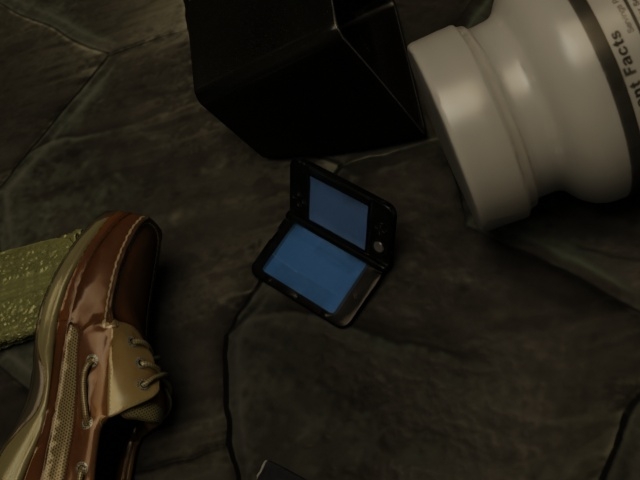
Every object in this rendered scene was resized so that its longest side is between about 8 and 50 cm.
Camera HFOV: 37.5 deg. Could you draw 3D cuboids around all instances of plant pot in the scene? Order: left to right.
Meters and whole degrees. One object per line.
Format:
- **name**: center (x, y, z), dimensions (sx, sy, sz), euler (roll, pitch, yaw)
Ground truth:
- **plant pot**: center (-0.024, -0.186, 0.914), dimensions (0.167, 0.188, 0.187), euler (-22, 58, 20)

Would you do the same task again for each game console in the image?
- **game console**: center (0.000, 0.000, 0.865), dimensions (0.122, 0.107, 0.071), euler (30, 47, 28)

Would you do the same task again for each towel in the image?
- **towel**: center (-0.300, 0.054, 0.961), dimensions (0.148, 0.027, 0.110), euler (-17, 60, 8)

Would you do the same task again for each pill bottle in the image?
- **pill bottle**: center (0.269, -0.156, 0.774), dimensions (0.363, 0.210, 0.210), euler (-23, 58, 7)

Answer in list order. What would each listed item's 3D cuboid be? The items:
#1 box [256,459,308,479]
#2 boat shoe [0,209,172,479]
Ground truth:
- **box**: center (-0.001, 0.270, 0.689), dimensions (0.158, 0.093, 0.156), euler (16, 69, 41)
- **boat shoe**: center (-0.188, 0.136, 0.837), dimensions (0.120, 0.122, 0.324), euler (9, 74, 17)
